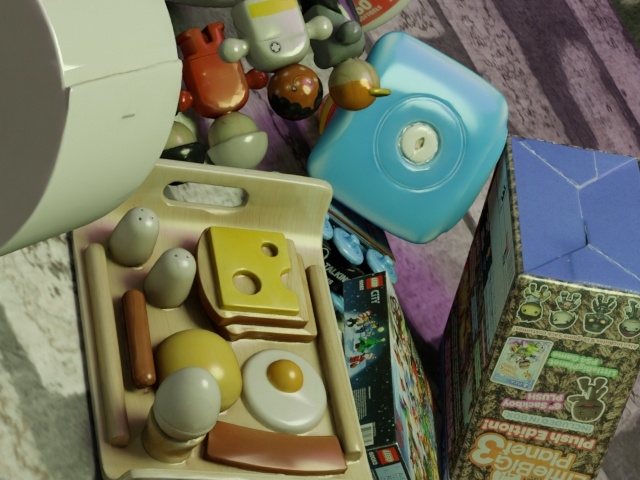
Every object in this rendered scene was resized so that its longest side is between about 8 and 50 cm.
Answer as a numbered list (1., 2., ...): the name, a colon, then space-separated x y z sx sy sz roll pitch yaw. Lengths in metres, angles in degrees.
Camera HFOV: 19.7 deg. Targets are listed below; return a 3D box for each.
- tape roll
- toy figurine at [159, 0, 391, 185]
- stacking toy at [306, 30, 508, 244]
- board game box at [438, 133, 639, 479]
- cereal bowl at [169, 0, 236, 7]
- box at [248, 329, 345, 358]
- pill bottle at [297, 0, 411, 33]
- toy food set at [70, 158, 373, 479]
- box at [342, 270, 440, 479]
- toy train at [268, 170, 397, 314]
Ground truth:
1. tape roll: -0.237 -0.109 1.227 0.246 0.246 0.169 59 23 1
2. toy figurine: -0.063 -0.146 1.657 0.213 0.209 0.148 -11 82 -67
3. stacking toy: 0.054 -0.115 1.886 0.165 0.175 0.302 30 0 -19
4. board game box: 0.217 0.086 1.798 0.141 0.291 0.232 10 37 -5
5. cereal bowl: -0.091 -0.322 1.674 0.339 0.339 0.141 33 44 -44
6. box: -0.044 0.105 1.558 0.137 0.072 0.126 40 31 -34
7. pill bottle: -0.047 -0.390 1.979 0.363 0.210 0.210 34 34 -43
8. toy food set: -0.065 0.065 1.418 0.219 0.092 0.306 6 50 -23
9. box: 0.065 0.160 1.623 0.233 0.044 0.159 -91 163 -53
10. toy train: 0.000 0.000 1.773 0.184 0.080 0.105 35 23 -38
